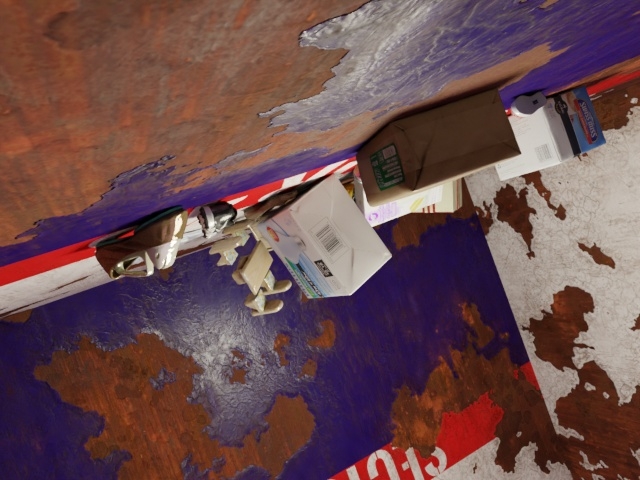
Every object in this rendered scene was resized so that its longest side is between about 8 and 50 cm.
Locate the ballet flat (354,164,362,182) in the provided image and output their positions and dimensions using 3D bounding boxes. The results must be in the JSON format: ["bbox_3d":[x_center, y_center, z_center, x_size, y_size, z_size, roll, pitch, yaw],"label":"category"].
[{"bbox_3d":[0.182,-0.244,1.659,0.079,0.077,0.221,-43,172,37],"label":"ballet flat"}]

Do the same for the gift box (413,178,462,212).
[{"bbox_3d":[0.468,-0.260,2.269,0.276,0.259,0.255,1,-170,20],"label":"gift box"}]

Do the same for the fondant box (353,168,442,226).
[{"bbox_3d":[0.293,-0.203,1.939,0.330,0.096,0.238,-20,140,-9],"label":"fondant box"}]

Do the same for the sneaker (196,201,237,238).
[{"bbox_3d":[-0.285,-0.059,1.460,0.106,0.078,0.234,-18,178,-17],"label":"sneaker"}]

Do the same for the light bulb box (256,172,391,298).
[{"bbox_3d":[0.000,0.000,1.867,0.225,0.358,0.361,-39,-171,-24],"label":"light bulb box"}]

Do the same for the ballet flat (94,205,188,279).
[{"bbox_3d":[-0.435,0.023,1.298,0.342,0.124,0.116,-20,-179,30],"label":"ballet flat"}]

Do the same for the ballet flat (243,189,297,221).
[{"bbox_3d":[-0.170,-0.116,1.800,0.249,0.058,0.084,-20,-178,35],"label":"ballet flat"}]

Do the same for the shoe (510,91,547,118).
[{"bbox_3d":[0.601,-0.394,1.561,0.177,0.064,0.081,-26,179,-38],"label":"shoe"}]

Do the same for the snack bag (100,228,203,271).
[{"bbox_3d":[-0.605,0.030,1.978,0.322,0.037,0.342,-20,-179,31],"label":"snack bag"}]

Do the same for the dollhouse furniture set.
[{"bbox_3d":[-0.211,0.048,2.213,0.256,0.362,0.394,-14,-149,25],"label":"dollhouse furniture set"}]

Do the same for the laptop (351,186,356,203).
[{"bbox_3d":[0.181,-0.232,2.053,0.234,0.136,0.265,-21,140,-29],"label":"laptop"}]

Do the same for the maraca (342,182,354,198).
[{"bbox_3d":[0.120,-0.214,2.370,0.127,0.099,0.185,-22,-154,-16],"label":"maraca"}]

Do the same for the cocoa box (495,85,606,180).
[{"bbox_3d":[0.834,-0.395,1.973,0.227,0.232,0.347,-21,-179,-17],"label":"cocoa box"}]

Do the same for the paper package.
[{"bbox_3d":[0.275,-0.217,1.310,0.309,0.168,0.325,-21,-178,-12],"label":"paper package"}]
